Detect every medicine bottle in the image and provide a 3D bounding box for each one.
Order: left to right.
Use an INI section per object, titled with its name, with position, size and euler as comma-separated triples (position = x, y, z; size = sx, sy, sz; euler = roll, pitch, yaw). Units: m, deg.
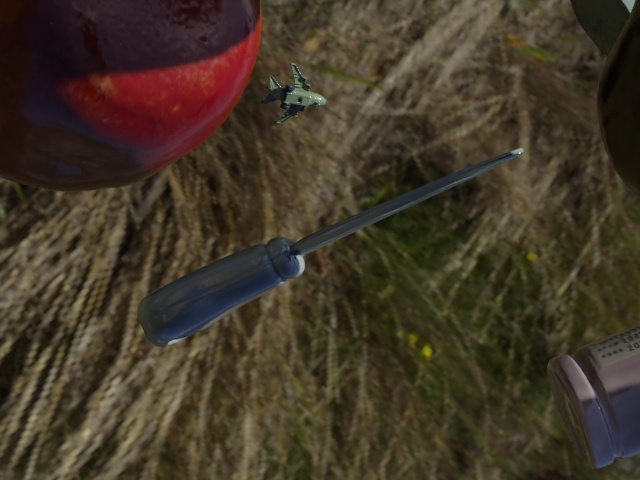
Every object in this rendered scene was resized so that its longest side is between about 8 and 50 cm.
[medicine bottle]
position = 0.386, 0.146, 1.317
size = 0.250, 0.133, 0.133
euler = -21, 140, 0

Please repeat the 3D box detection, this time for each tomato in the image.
[tomato]
position = -0.231, -0.207, 1.166
size = 0.293, 0.290, 0.325
euler = -21, 150, 36

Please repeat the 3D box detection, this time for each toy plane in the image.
[toy plane]
position = -0.031, -0.182, 1.524
size = 0.083, 0.033, 0.080
euler = 10, 110, -14

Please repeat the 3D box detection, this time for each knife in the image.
[knife]
position = -0.001, 0.000, 0.917
size = 0.331, 0.044, 0.080
euler = -26, 170, 19

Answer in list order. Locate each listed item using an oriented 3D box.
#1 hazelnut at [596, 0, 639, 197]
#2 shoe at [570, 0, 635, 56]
[hazelnut]
position = 0.280, -0.110, 0.730
size = 0.217, 0.217, 0.251
euler = -11, 151, -42
[shoe]
position = 0.385, -0.226, 1.364
size = 0.100, 0.103, 0.251
euler = -43, 107, -11
